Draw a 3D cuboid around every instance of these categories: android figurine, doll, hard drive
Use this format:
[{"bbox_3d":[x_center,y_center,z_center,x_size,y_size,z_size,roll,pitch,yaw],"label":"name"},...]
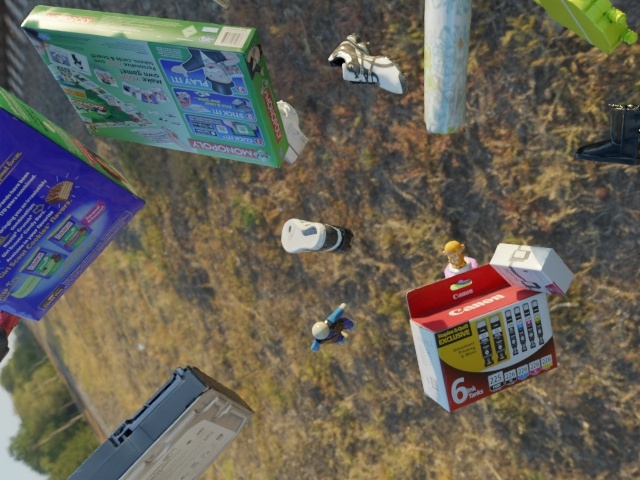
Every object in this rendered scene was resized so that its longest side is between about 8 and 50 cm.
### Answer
[{"bbox_3d":[0.455,-0.430,1.220,0.248,0.056,0.273,28,-160,-43],"label":"android figurine"},{"bbox_3d":[0.027,0.197,1.514,0.046,0.129,0.189,35,-173,22],"label":"doll"},{"bbox_3d":[-0.233,0.326,1.083,0.064,0.237,0.339,41,168,19],"label":"hard drive"}]

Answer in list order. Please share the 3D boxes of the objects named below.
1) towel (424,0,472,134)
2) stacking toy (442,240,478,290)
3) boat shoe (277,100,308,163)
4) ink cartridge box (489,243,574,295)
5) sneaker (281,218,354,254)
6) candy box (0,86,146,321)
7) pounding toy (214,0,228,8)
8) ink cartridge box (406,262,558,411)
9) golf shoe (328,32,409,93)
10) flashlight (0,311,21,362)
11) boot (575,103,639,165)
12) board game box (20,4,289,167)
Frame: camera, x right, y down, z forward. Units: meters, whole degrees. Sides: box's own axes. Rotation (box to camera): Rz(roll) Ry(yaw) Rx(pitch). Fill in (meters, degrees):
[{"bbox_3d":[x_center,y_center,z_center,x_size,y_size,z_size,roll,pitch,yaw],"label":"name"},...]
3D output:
[{"bbox_3d":[0.248,-0.391,1.322,0.374,0.090,0.321,-60,-32,-71],"label":"towel"},{"bbox_3d":[0.440,0.117,2.078,0.166,0.175,0.302,-89,-25,-55],"label":"stacking toy"},{"bbox_3d":[-0.091,-0.258,1.450,0.095,0.084,0.258,40,175,20],"label":"boat shoe"},{"bbox_3d":[0.482,0.065,1.552,0.109,0.063,0.150,40,162,-29],"label":"ink cartridge box"},{"bbox_3d":[0.000,0.000,1.554,0.217,0.121,0.079,10,90,64],"label":"sneaker"},{"bbox_3d":[-0.455,-0.048,0.977,0.122,0.268,0.317,42,179,27],"label":"candy box"},{"bbox_3d":[-0.235,-0.498,1.265,0.141,0.130,0.100,-76,7,-65],"label":"pounding toy"},{"bbox_3d":[0.384,0.216,1.620,0.130,0.309,0.272,-157,51,-69],"label":"ink cartridge box"},{"bbox_3d":[0.099,-0.347,1.412,0.198,0.094,0.077,43,164,32],"label":"golf shoe"},{"bbox_3d":[-0.503,0.094,1.143,0.103,0.304,0.103,13,134,6],"label":"flashlight"},{"bbox_3d":[0.503,-0.184,1.166,0.121,0.045,0.099,14,112,41],"label":"boot"},{"bbox_3d":[-0.213,-0.204,0.915,0.317,0.046,0.213,12,151,16],"label":"board game box"}]
